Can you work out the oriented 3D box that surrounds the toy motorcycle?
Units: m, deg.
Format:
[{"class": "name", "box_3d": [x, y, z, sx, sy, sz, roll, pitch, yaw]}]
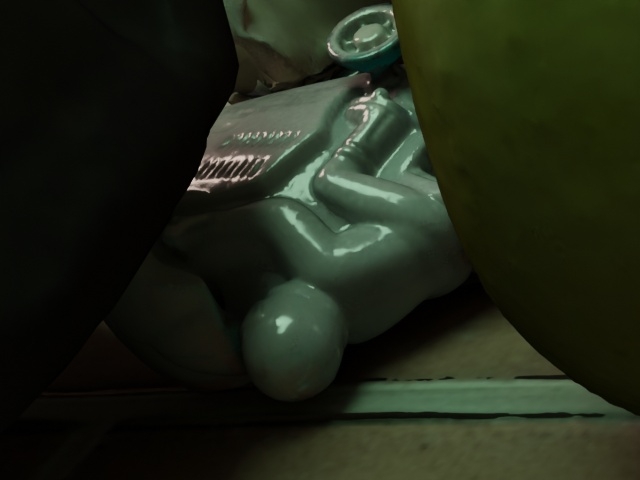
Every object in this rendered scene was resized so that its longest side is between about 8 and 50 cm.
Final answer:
[{"class": "toy motorcycle", "box_3d": [0.000, 0.000, 0.821, 0.260, 0.110, 0.171, -8, 43, 21]}]

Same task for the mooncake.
[{"class": "mooncake", "box_3d": [-0.226, 0.000, 0.803, 0.381, 0.212, 0.351, -34, 29, 43]}]

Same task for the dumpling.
[{"class": "dumpling", "box_3d": [-0.020, -0.183, 1.108, 0.163, 0.205, 0.293, -8, 16, 11]}]

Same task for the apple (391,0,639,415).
[{"class": "apple", "box_3d": [0.159, -0.063, 0.567, 0.257, 0.233, 0.295, -13, -19, 10]}]
